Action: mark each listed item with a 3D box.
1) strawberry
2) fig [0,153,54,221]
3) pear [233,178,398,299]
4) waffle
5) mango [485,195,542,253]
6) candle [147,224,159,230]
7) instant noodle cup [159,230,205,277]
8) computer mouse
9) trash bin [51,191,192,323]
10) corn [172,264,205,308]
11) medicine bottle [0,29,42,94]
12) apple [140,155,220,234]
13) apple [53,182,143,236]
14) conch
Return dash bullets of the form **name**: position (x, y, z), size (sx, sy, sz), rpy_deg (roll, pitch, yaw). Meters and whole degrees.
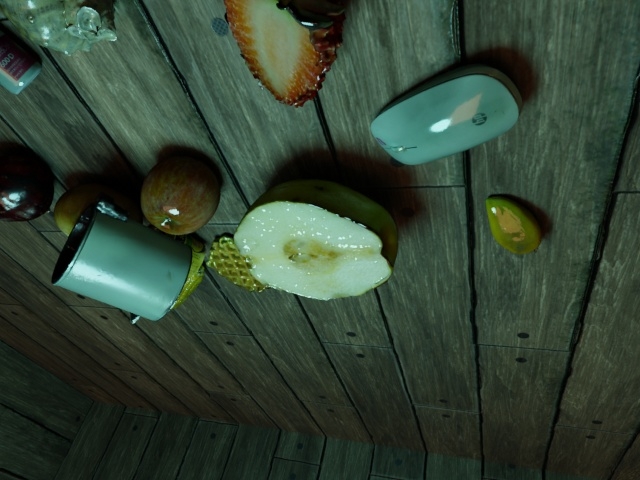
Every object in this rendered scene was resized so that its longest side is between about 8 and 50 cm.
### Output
- **strawberry**: position (-0.060, -0.370, 0.841), size (0.233, 0.138, 0.306), rpy_deg (40, 167, -1)
- **fig**: position (-0.832, -0.123, 1.388), size (0.203, 0.186, 0.249), rpy_deg (-17, 143, 12)
- **pear**: position (-0.002, -0.026, 1.184), size (0.386, 0.191, 0.340), rpy_deg (-2, 136, 24)
- **waffle**: position (-0.234, 0.072, 1.522), size (0.237, 0.059, 0.243), rpy_deg (29, 139, -12)
- **mango**: position (0.439, -0.032, 1.123), size (0.101, 0.066, 0.187), rpy_deg (-22, 121, 39)
- **candle**: position (-0.561, -0.020, 1.544), size (0.167, 0.021, 0.026), rpy_deg (-17, 154, 36)
- **instant noodle cup**: position (-0.425, 0.036, 1.477), size (0.122, 0.151, 0.151), rpy_deg (27, 144, -35)
- **computer mouse**: position (0.230, -0.218, 0.929), size (0.288, 0.097, 0.159), rpy_deg (-22, 131, 39)
- **trash bin**: position (-0.492, 0.058, 1.235), size (0.262, 0.217, 0.277), rpy_deg (28, 102, -32)
- **corn**: position (-0.479, 0.155, 1.675), size (0.102, 0.102, 0.313), rpy_deg (29, 141, -17)
- **medicine bottle**: position (-0.706, -0.413, 1.029), size (0.090, 0.090, 0.216), rpy_deg (-19, 131, 38)
- **apple**: position (-0.348, -0.108, 1.222), size (0.188, 0.174, 0.188), rpy_deg (12, 146, 8)
- **apple**: position (-0.617, -0.064, 1.388), size (0.235, 0.173, 0.210), rpy_deg (38, 147, -16)
- **conch**: position (-0.489, -0.442, 0.852), size (0.291, 0.159, 0.210), rpy_deg (24, 144, -8)
